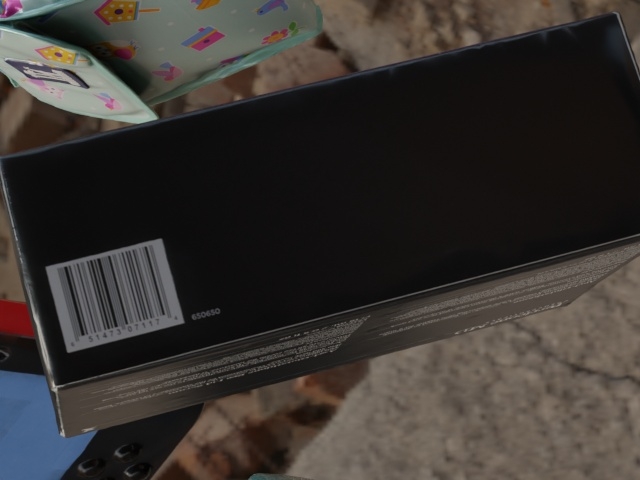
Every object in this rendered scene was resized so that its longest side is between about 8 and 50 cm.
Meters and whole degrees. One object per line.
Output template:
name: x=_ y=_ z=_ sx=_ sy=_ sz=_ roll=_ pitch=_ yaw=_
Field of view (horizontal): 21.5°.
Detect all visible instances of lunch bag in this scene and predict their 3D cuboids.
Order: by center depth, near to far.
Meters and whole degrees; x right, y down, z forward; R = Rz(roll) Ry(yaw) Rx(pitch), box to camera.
lunch bag: x=-0.161 y=-0.197 z=1.328 sx=0.262 sy=0.223 sz=0.160 roll=-24 pitch=70 yaw=12

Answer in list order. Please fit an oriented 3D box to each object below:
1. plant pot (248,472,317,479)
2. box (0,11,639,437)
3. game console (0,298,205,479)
plant pot: x=0.035 y=0.278 z=1.280 sx=0.166 sy=0.234 sz=0.165 roll=15 pitch=76 yaw=54
box: x=0.000 y=0.000 z=0.743 sx=0.261 sy=0.184 sz=0.103 roll=-14 pitch=77 yaw=-11
game console: x=-0.304 y=0.171 z=1.219 sx=0.342 sy=0.387 sz=0.060 roll=-55 pitch=43 yaw=27
